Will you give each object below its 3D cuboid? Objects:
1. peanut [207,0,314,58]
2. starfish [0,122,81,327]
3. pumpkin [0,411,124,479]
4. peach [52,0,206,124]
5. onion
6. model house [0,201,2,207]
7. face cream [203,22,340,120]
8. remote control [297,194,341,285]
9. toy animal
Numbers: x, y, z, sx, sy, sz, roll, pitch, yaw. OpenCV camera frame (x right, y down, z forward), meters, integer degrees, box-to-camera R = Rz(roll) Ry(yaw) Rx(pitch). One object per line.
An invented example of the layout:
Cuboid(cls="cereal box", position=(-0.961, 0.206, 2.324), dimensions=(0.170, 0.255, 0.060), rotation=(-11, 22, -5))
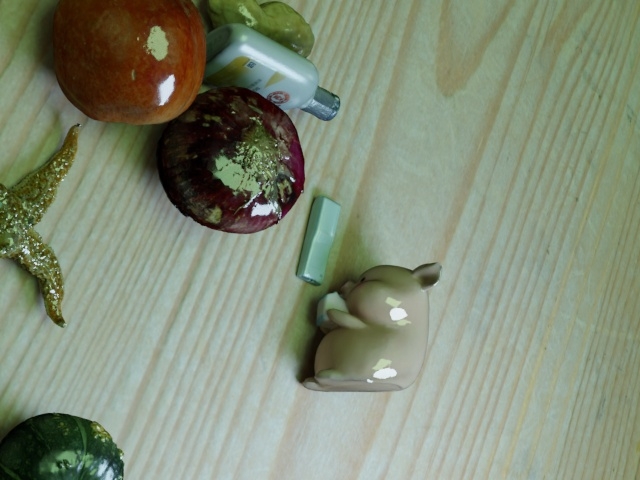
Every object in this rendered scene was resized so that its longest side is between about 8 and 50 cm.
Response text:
Cuboid(cls="peanut", position=(-0.103, -0.370, 1.700), dimensions=(0.229, 0.098, 0.103), rotation=(10, 39, -45))
Cuboid(cls="starfish", position=(-0.455, -0.045, 1.326), dimensions=(0.293, 0.084, 0.301), rotation=(13, 82, -46))
Cuboid(cls="pumpkin", position=(-0.362, 0.327, 1.343), dimensions=(0.190, 0.146, 0.190), rotation=(-25, 124, -44))
Cuboid(cls="peach", position=(-0.274, -0.299, 1.429), dimensions=(0.232, 0.232, 0.256), rotation=(0, 104, -45))
Cuboid(cls="onion", position=(-0.145, -0.124, 1.574), dimensions=(0.246, 0.190, 0.246), rotation=(16, 60, -30))
Cuboid(cls="model house", position=(-0.551, -0.052, 1.014), dimensions=(0.300, 0.340, 0.323), rotation=(-44, 116, -15))
Cuboid(cls="face cream", position=(-0.082, -0.277, 1.684), dimensions=(0.291, 0.144, 0.071), rotation=(21, 56, -45))
Cuboid(cls="remote control", position=(0.000, 0.000, 1.821), dimensions=(0.061, 0.029, 0.162), rotation=(25, 70, -40))
Cuboid(cls="toy animal", position=(0.093, 0.164, 1.807), dimensions=(0.213, 0.195, 0.256), rotation=(14, 71, -11))
